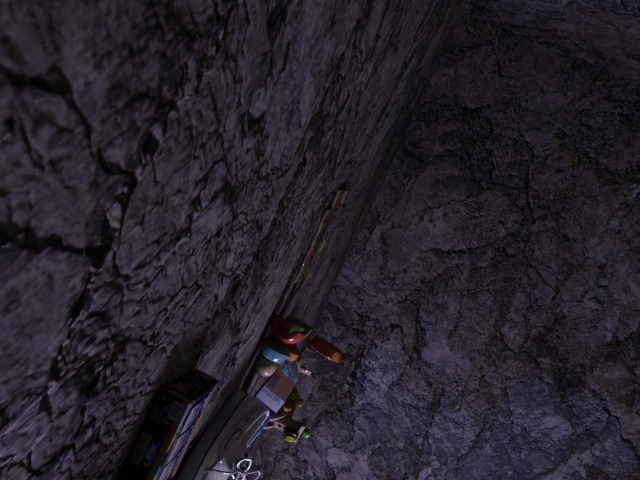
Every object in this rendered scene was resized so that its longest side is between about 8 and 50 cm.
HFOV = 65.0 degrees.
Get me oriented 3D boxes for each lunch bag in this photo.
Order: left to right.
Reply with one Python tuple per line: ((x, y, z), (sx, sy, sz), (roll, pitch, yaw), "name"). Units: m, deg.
((-0.132, 0.412, 1.677), (0.129, 0.096, 0.151), (18, 68, -83), "lunch bag")

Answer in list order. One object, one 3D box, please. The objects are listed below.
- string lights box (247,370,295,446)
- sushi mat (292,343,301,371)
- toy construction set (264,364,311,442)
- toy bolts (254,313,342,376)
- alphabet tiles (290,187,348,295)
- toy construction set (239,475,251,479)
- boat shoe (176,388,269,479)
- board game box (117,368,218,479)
((-0.190, 0.506, 1.446), (0.259, 0.077, 0.133), (-52, 175, 12), "string lights box")
((-0.093, 0.383, 1.801), (0.316, 0.019, 0.151), (96, -22, -70), "sushi mat")
((-0.118, 0.643, 1.990), (0.308, 0.237, 0.257), (-66, 173, 11), "toy construction set")
((-0.080, 0.319, 1.389), (0.158, 0.218, 0.228), (-58, 155, -2), "toy bolts")
((0.000, 0.000, 1.517), (0.342, 0.011, 0.285), (-66, 172, 11), "alphabet tiles")
((-0.267, 0.825, 1.466), (0.327, 0.151, 0.214), (-131, -137, -61), "toy construction set")
((-0.213, 0.516, 1.185), (0.135, 0.157, 0.367), (-68, 172, 25), "boat shoe")
((-0.225, 0.289, 0.745), (0.170, 0.048, 0.141), (-64, 175, -1), "board game box")
